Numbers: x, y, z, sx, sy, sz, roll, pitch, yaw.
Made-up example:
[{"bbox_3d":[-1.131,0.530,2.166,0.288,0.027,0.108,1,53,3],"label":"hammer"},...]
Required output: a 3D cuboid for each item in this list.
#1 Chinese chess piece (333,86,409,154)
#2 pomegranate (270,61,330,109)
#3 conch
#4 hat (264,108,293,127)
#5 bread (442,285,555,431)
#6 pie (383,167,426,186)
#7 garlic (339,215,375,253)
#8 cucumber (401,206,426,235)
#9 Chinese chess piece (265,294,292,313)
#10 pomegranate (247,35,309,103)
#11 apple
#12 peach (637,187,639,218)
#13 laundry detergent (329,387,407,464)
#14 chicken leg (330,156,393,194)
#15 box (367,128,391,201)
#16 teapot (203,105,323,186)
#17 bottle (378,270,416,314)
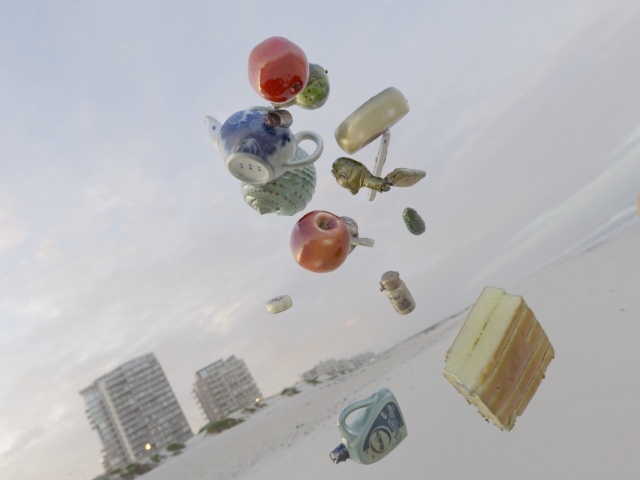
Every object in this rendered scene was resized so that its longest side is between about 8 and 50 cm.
[{"bbox_3d":[0.171,-0.397,1.427,0.273,0.102,0.273,-37,4,3],"label":"Chinese chess piece"},{"bbox_3d":[-0.096,-0.683,1.889,0.277,0.222,0.203,-5,-72,-15],"label":"pomegranate"},{"bbox_3d":[-0.160,-0.247,1.720,0.215,0.303,0.318,-115,44,-80],"label":"conch"},{"bbox_3d":[-0.128,-0.360,1.282,0.087,0.058,0.042,0,-5,-16],"label":"hat"},{"bbox_3d":[0.401,0.272,0.953,0.246,0.239,0.111,-52,30,-17],"label":"bread"},{"bbox_3d":[0.387,-0.280,1.928,0.129,0.068,0.283,-35,-14,34],"label":"pie"},{"bbox_3d":[0.094,-0.015,1.407,0.194,0.130,0.127,4,4,34],"label":"garlic"},{"bbox_3d":[0.347,-0.073,1.592,0.069,0.069,0.227,-37,-31,8],"label":"cucumber"},{"bbox_3d":[-0.187,0.288,1.930,0.122,0.051,0.122,-18,6,2],"label":"Chinese chess piece"},{"bbox_3d":[-0.160,-0.607,1.507,0.221,0.257,0.220,-28,-39,-26],"label":"pomegranate"},{"bbox_3d":[0.000,0.000,1.108,0.164,0.163,0.139,-17,-39,-42],"label":"apple"},{"bbox_3d":[0.613,-0.072,0.730,0.179,0.103,0.179,-45,-37,-49],"label":"peach"},{"bbox_3d":[0.149,0.651,1.456,0.281,0.214,0.105,-20,6,-23],"label":"laundry detergent"},{"bbox_3d":[0.126,-0.198,1.376,0.103,0.228,0.088,-56,-24,-6],"label":"chicken leg"},{"bbox_3d":[0.233,-0.304,1.691,0.142,0.044,0.284,-68,-9,-61],"label":"box"},{"bbox_3d":[-0.200,-0.337,1.415,0.425,0.279,0.252,10,-28,4],"label":"teapot"},{"bbox_3d":[0.325,0.224,1.848,0.110,0.097,0.209,-32,-63,2],"label":"bottle"}]
